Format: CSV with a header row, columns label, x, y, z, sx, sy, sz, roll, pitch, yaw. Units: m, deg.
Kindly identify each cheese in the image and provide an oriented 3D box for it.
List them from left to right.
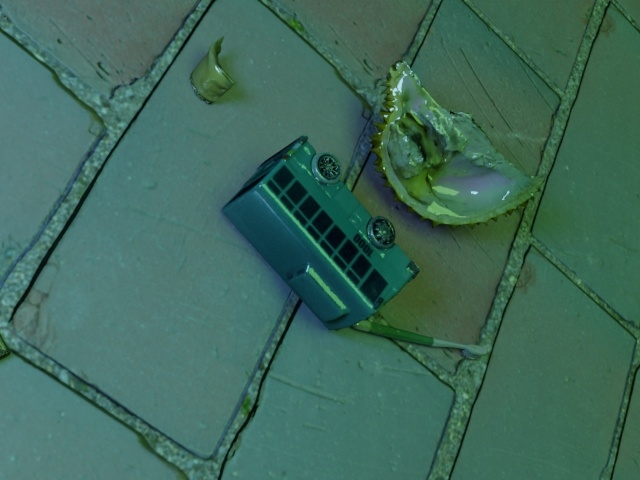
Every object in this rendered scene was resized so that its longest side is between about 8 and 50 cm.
label,x,y,z,sx,sy,sz,roll,pitch,yaw
cheese,-0.153,-0.243,1.383,0.041,0.060,0.084,13,60,-32

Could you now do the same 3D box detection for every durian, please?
label,x,y,z,sx,sy,sz,roll,pitch,yaw
durian,0.183,-0.133,1.523,0.306,0.166,0.172,47,55,-14

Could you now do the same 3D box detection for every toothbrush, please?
label,x,y,z,sx,sy,sz,roll,pitch,yaw
toothbrush,0.152,0.149,1.497,0.257,0.024,0.018,16,45,-31

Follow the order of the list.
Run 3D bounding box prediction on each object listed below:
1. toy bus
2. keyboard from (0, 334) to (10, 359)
label,x,y,z,sx,sy,sz,roll,pitch,yaw
toy bus,0.000,0.000,1.367,0.256,0.128,0.147,49,54,-10
keyboard,-0.408,0.134,1.088,0.129,0.015,0.049,-31,89,-39
